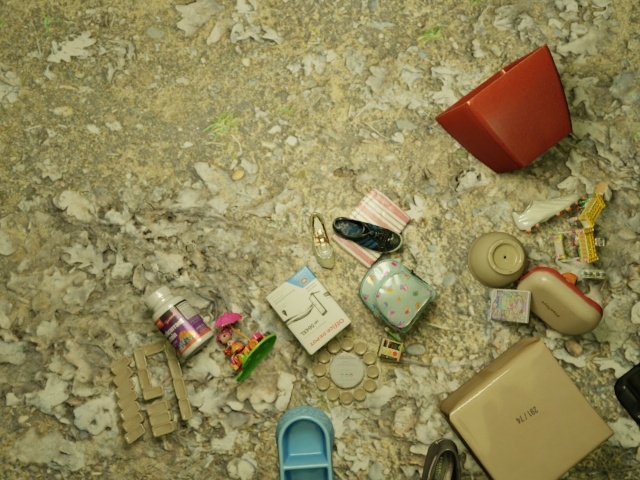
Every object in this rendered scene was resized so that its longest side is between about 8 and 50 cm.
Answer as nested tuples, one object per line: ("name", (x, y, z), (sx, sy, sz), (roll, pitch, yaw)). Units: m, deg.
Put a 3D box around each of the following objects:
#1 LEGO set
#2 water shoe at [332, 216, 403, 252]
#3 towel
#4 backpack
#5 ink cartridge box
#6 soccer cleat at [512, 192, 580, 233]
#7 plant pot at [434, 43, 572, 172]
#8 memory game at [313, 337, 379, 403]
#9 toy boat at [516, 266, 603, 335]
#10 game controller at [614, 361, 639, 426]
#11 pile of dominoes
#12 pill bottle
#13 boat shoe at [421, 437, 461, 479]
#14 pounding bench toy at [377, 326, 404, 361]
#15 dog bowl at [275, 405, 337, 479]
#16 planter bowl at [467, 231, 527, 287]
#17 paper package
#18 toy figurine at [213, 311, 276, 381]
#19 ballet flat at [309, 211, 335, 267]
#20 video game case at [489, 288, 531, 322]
("LEGO set", (0.734, -0.033, 1.692), (0.132, 0.107, 0.286), (15, 77, -32))
("water shoe", (0.129, -0.014, 1.662), (0.203, 0.080, 0.072), (14, 87, 3))
("towel", (0.145, -0.035, 1.719), (0.144, 0.029, 0.197), (40, 88, 5))
("backpack", (0.200, 0.143, 1.641), (0.188, 0.144, 0.165), (39, 91, 8))
("ink cartridge box", (-0.031, 0.193, 1.664), (0.148, 0.086, 0.203), (-39, 84, -4))
("soccer cleat", (0.640, -0.093, 1.699), (0.196, 0.068, 0.076), (-29, 81, 0))
("plant pot", (0.520, -0.334, 1.641), (0.267, 0.267, 0.235), (-37, 96, -3))
("memory game", (0.072, 0.364, 1.681), (0.186, 0.012, 0.186), (0, 84, 1))
("toy boat", (0.668, 0.148, 1.650), (0.231, 0.151, 0.151), (41, 57, 5))
("game controller", (0.974, 0.379, 1.652), (0.319, 0.067, 0.166), (-35, 70, -4))
("pile of dominoes", (-0.472, 0.421, 1.682), (0.196, 0.040, 0.251), (-18, 75, -1))
("pill bottle", (-0.394, 0.222, 1.655), (0.108, 0.108, 0.193), (-42, 84, -4))
("boat shoe", (0.313, 0.700, 1.598), (0.112, 0.095, 0.334), (7, 84, 2))
("pounding bench toy", (0.201, 0.288, 1.667), (0.065, 0.052, 0.083), (15, 84, 2))
("dog bowl", (-0.039, 0.605, 1.625), (0.166, 0.074, 0.297), (-4, 84, 0))
("planter bowl", (0.501, 0.049, 1.662), (0.162, 0.109, 0.162), (0, 84, 0))
("paper package", (0.532, 0.472, 1.586), (0.325, 0.168, 0.309), (-36, 84, -4))
("toy figurine", (-0.233, 0.277, 1.663), (0.159, 0.130, 0.173), (39, 110, 18))
("ballet flat", (0.000, 0.000, 1.702), (0.057, 0.052, 0.168), (-17, 84, -1))
("video game case", (0.521, 0.179, 1.649), (0.011, 0.122, 0.087), (11, 83, -35))
